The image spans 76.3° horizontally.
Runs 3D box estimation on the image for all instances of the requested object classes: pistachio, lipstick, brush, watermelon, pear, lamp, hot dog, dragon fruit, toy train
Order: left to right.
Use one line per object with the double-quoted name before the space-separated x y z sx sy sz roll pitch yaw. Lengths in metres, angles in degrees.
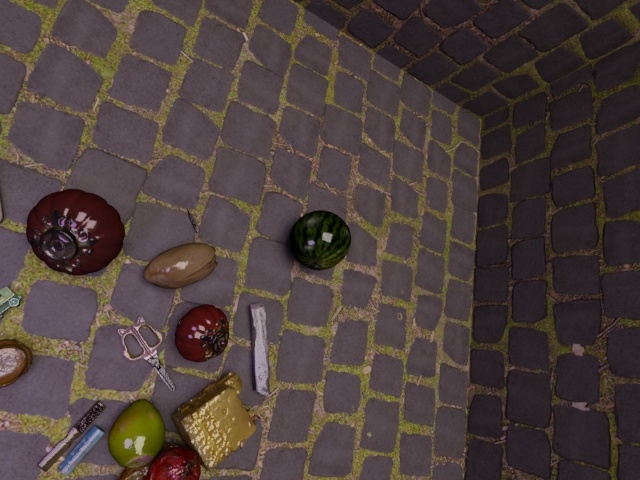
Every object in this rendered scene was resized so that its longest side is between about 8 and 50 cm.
"toy train" -1.063 0.212 1.354 0.081 0.050 0.122 51 60 -7
"brush" -0.846 0.666 1.392 0.043 0.036 0.248 46 60 -10
"lamp" -0.843 -0.028 1.412 0.304 0.257 0.302 -1 110 -4
"lipstick" -0.815 0.716 1.392 0.048 0.048 0.158 45 61 -15
"pear" -0.645 0.673 1.432 0.188 0.187 0.219 -6 47 -32
"hot dog" -0.594 0.846 1.462 0.259 0.114 0.175 -29 90 -37
"dragon fruit" -0.490 0.787 1.365 0.172 0.210 0.172 53 18 -25
"pistachio" -0.552 0.098 1.626 0.293 0.182 0.162 -23 129 -30
"lamp" -0.454 0.364 1.590 0.227 0.227 0.226 7 76 -30
"watermelon" 0.000 0.000 1.909 0.285 0.285 0.284 7 76 -30

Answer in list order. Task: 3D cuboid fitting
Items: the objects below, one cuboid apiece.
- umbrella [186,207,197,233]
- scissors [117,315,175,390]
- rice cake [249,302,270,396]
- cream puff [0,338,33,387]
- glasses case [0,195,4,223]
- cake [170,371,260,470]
"umbrella" -0.551 -0.084 1.749 0.013 0.022 0.122 -23 80 -7
"scissors" -0.650 0.448 1.566 0.160 0.024 0.317 -34 97 -34
"rice cake" -0.265 0.471 1.770 0.070 0.064 0.398 -1 79 -22
"cream puff" -1.021 0.389 1.300 0.165 0.115 0.150 14 79 -38
"glasses case" -1.139 -0.146 1.386 0.083 0.050 0.196 -8 83 -35
"cake" -0.386 0.671 1.558 0.286 0.222 0.227 -30 97 -33
